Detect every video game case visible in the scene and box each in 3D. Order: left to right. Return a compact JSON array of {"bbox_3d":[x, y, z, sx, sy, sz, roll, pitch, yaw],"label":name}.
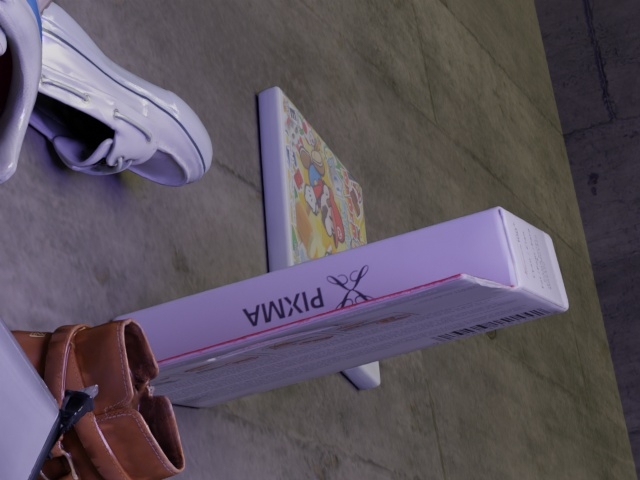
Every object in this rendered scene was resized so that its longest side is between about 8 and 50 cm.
[{"bbox_3d":[0.000,0.000,1.791,0.206,0.026,0.227,48,31,-54],"label":"video game case"}]

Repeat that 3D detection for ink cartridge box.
[{"bbox_3d":[-0.006,0.047,1.298,0.261,0.296,0.066,19,56,-68],"label":"ink cartridge box"}]

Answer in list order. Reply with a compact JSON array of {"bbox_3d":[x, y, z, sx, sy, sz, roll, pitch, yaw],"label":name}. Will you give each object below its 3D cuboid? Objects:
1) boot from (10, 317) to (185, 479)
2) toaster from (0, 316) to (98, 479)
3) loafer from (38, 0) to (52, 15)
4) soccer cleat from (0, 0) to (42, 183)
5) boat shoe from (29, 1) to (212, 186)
[{"bbox_3d":[-0.141,0.143,1.052,0.073,0.152,0.197,-48,121,-69],"label":"boot"},{"bbox_3d":[-0.215,0.100,0.847,0.185,0.168,0.110,-72,142,-58],"label":"toaster"},{"bbox_3d":[-0.172,-0.238,1.210,0.092,0.102,0.268,39,76,-35],"label":"loafer"},{"bbox_3d":[-0.206,-0.181,1.056,0.143,0.116,0.331,-111,-167,-55],"label":"soccer cleat"},{"bbox_3d":[-0.160,-0.081,1.332,0.226,0.083,0.075,37,51,-44],"label":"boat shoe"}]
